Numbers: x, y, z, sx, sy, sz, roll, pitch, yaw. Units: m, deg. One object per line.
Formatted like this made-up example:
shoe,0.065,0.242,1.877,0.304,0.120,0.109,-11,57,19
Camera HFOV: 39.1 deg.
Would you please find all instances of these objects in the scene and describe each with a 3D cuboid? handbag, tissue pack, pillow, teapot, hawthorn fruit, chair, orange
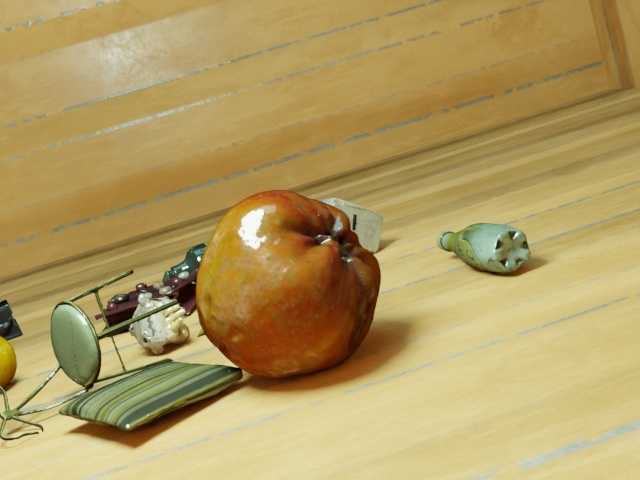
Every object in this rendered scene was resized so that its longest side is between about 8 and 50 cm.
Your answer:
handbag,-0.370,0.132,1.992,0.216,0.074,0.203,-14,10,14
tissue pack,0.000,0.000,2.005,0.159,0.145,0.229,18,-16,-41
pillow,-0.253,0.228,1.339,0.208,0.052,0.212,-22,13,-40
teapot,-0.814,0.210,2.261,0.096,0.087,0.177,-25,12,-20
hawthorn fruit,-0.066,0.080,1.325,0.298,0.277,0.277,-33,3,21
chair,-0.403,0.180,1.481,0.160,0.170,0.326,31,34,33
orange,-0.666,0.240,1.729,0.157,0.134,0.156,-23,-4,-2

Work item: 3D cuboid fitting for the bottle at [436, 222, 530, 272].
bottle,0.276,0.010,1.594,0.083,0.083,0.270,-19,7,-15

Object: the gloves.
gloves,-0.307,0.160,1.681,0.094,0.110,0.144,-31,-14,-28

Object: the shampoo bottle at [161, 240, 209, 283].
shampoo bottle,-0.249,0.046,2.186,0.284,0.101,0.101,-21,11,-23
